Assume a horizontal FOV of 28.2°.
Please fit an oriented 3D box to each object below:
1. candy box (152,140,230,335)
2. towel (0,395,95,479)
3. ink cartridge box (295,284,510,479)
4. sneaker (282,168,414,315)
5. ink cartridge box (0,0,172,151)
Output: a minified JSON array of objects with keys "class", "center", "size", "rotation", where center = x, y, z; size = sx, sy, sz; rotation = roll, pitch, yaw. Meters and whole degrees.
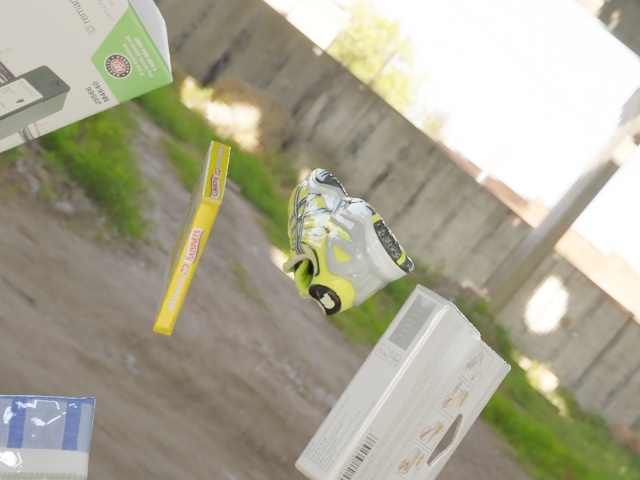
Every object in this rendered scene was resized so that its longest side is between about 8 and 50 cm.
[{"class":"candy box","center":[-0.145,0.000,1.422],"size":[0.027,0.206,0.105],"rotation":[18,38,-9]},{"class":"towel","center":[-0.332,0.276,1.208],"size":[0.209,0.285,0.034],"rotation":[2,-30,3]},{"class":"ink cartridge box","center":[0.122,0.240,1.779],"size":[0.066,0.296,0.261],"rotation":[31,-7,35]},{"class":"sneaker","center":[0.000,0.000,1.870],"size":[0.145,0.147,0.384],"rotation":[54,-5,-16]},{"class":"ink cartridge box","center":[-0.314,-0.208,1.278],"size":[0.115,0.272,0.198],"rotation":[-104,169,-45]}]
